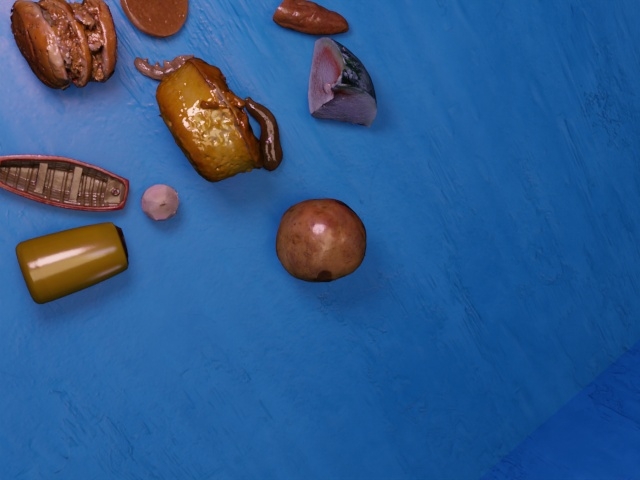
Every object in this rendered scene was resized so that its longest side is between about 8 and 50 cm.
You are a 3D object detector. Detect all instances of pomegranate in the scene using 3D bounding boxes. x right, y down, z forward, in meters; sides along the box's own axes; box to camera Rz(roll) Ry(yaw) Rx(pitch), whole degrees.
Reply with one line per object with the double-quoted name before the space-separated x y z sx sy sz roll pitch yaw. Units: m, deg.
"pomegranate" 0.000 0.000 1.986 0.281 0.281 0.281 -4 102 -21

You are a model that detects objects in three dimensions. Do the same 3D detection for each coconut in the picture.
"coconut" -0.449 -0.107 1.861 0.110 0.124 0.110 -3 100 -19

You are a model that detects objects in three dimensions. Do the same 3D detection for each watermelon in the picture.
"watermelon" 0.032 -0.470 1.961 0.213 0.320 0.290 -34 80 13

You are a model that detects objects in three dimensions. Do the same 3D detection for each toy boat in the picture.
"toy boat" -0.717 -0.163 1.768 0.392 0.079 0.136 11 98 -24

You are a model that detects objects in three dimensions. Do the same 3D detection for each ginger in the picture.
"ginger" -0.428 -0.480 1.840 0.173 0.051 0.069 -9 100 -22

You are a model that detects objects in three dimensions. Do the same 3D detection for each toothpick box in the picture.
"toothpick box" -0.659 0.051 1.783 0.271 0.175 0.175 -19 107 -20

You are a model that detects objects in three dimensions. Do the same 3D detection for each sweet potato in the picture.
"sweet potato" -0.025 -0.658 1.948 0.251 0.097 0.097 2 99 -26
"sweet potato" -0.162 -0.320 1.974 0.081 0.062 0.233 -19 104 -16

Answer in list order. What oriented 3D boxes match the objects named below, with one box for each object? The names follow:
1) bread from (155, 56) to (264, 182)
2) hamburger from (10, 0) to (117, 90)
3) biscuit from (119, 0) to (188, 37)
"bread" -0.298 -0.306 1.760 0.204 0.358 0.337 -37 110 -7
"hamburger" -0.641 -0.500 1.663 0.211 0.260 0.245 -25 153 -32
"biscuit" -0.466 -0.684 1.759 0.202 0.044 0.289 -48 120 -29
